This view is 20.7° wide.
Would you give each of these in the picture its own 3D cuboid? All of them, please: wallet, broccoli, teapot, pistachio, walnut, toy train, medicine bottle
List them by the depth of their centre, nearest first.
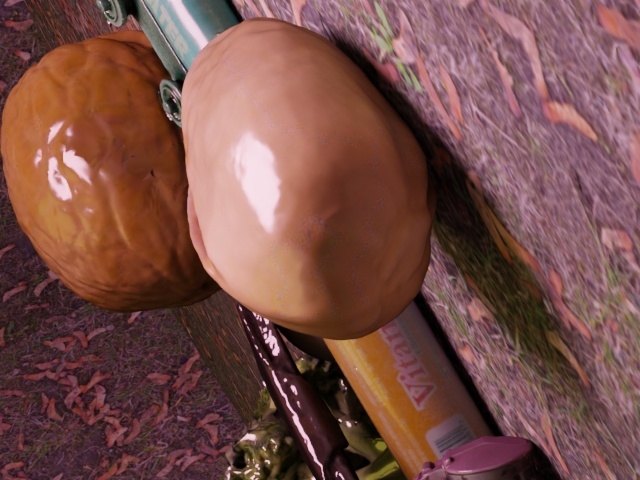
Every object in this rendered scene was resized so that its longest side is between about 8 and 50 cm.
[{"bbox_3d":[-0.018,-0.045,1.345,0.299,0.188,0.187,57,170,47],"label":"pistachio"},{"bbox_3d":[0.145,0.240,1.503,0.148,0.116,0.146,-10,99,37],"label":"teapot"},{"bbox_3d":[0.038,0.067,1.605,0.426,0.108,0.108,60,170,3],"label":"medicine bottle"},{"bbox_3d":[0.003,0.196,1.638,0.309,0.042,0.165,60,172,34],"label":"wallet"},{"bbox_3d":[-0.140,-0.225,1.748,0.248,0.101,0.159,57,156,13],"label":"toy train"},{"bbox_3d":[0.063,0.276,1.817,0.249,0.302,0.375,40,-141,-51],"label":"broccoli"},{"bbox_3d":[-0.204,-0.078,1.931,0.332,0.333,0.333,58,170,16],"label":"walnut"}]

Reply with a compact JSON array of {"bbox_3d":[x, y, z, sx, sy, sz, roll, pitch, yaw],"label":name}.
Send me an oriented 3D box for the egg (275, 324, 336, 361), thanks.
[{"bbox_3d":[0.001,0.048,1.715,0.152,0.114,0.114,59,170,16],"label":"egg"}]
